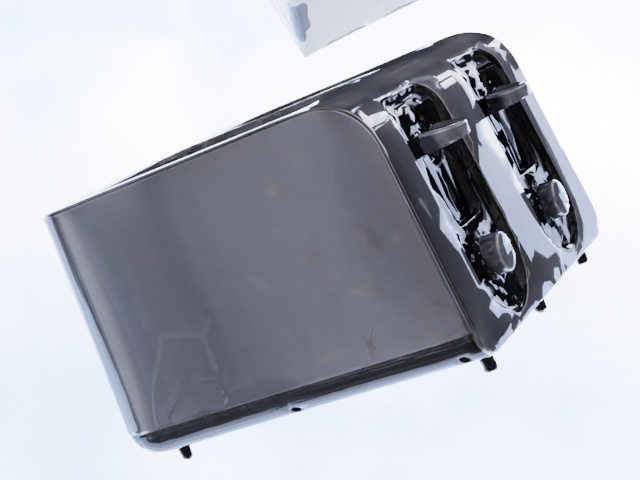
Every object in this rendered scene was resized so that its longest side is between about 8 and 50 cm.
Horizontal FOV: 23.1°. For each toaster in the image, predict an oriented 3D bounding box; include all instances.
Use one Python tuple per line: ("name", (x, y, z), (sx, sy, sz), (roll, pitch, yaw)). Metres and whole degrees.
("toaster", (0.000, 0.000, 0.626), (0.186, 0.168, 0.110), (-20, -83, 29))

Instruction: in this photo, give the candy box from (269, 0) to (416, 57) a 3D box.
("candy box", (0.068, -0.216, 0.885), (0.233, 0.159, 0.071), (-28, -113, -5))
